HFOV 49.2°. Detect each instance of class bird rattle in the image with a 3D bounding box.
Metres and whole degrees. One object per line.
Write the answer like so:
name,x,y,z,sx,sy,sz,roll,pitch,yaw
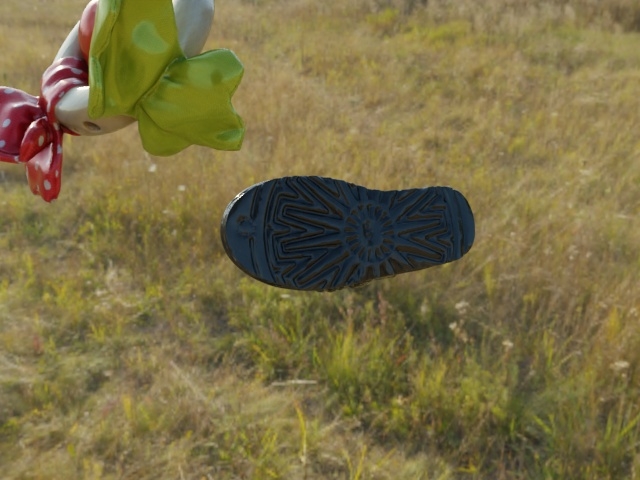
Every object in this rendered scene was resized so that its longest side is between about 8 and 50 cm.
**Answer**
bird rattle,-0.165,-0.135,0.573,0.253,0.143,0.207,-12,51,41

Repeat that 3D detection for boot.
boot,0.001,0.004,0.933,0.347,0.131,0.260,2,-6,-28
